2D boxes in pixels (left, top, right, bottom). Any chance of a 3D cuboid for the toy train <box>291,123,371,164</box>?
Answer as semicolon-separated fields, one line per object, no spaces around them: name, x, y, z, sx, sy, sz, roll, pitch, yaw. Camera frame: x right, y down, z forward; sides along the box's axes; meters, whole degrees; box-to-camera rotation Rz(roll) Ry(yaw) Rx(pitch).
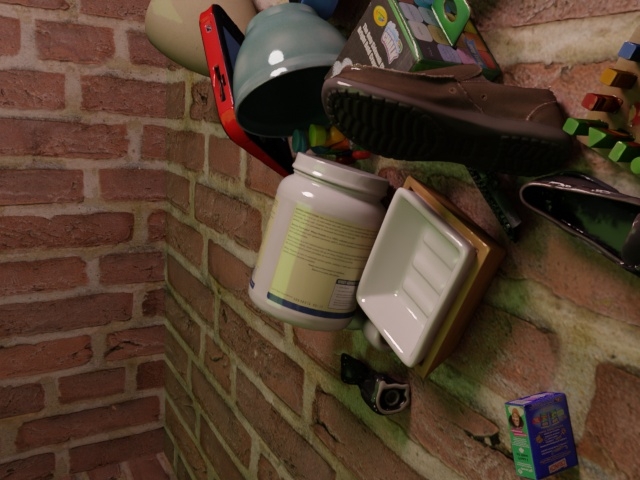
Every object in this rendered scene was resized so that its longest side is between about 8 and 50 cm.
toy train;0.041;-0.225;1.161;0.248;0.143;0.105;179;87;-68

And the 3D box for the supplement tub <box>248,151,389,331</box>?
supplement tub;0.000;0.000;1.146;0.235;0.235;0.324;33;108;53

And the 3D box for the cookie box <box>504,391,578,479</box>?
cookie box;0.328;0.288;0.815;0.040;0.092;0.107;-21;75;61

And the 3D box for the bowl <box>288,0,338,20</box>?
bowl;-0.014;-0.684;1.182;0.391;0.077;0.391;179;90;-77

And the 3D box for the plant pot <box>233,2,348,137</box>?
plant pot;-0.060;-0.378;1.184;0.293;0.293;0.196;-33;68;56

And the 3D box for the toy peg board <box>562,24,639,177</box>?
toy peg board;0.395;-0.161;0.665;0.161;0.079;0.160;52;136;42

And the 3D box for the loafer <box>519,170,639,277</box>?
loafer;0.383;-0.009;0.685;0.302;0.095;0.109;40;125;51

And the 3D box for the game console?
game console;-0.176;-0.377;1.412;0.060;0.342;0.386;-21;70;19

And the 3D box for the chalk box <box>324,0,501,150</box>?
chalk box;0.165;-0.306;0.941;0.289;0.179;0.180;-47;53;49

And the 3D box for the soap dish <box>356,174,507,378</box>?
soap dish;0.192;0.063;0.992;0.229;0.118;0.291;52;136;43

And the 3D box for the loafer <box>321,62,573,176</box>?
loafer;0.184;-0.193;0.817;0.134;0.366;0.130;104;180;-65

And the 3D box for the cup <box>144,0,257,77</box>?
cup;-0.305;-0.612;1.607;0.237;0.331;0.331;47;139;9

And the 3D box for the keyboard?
keyboard;0.269;-0.086;0.879;0.180;0.023;0.108;67;-175;28

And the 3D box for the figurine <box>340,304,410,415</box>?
figurine;0.101;0.243;1.203;0.209;0.092;0.215;12;102;62
